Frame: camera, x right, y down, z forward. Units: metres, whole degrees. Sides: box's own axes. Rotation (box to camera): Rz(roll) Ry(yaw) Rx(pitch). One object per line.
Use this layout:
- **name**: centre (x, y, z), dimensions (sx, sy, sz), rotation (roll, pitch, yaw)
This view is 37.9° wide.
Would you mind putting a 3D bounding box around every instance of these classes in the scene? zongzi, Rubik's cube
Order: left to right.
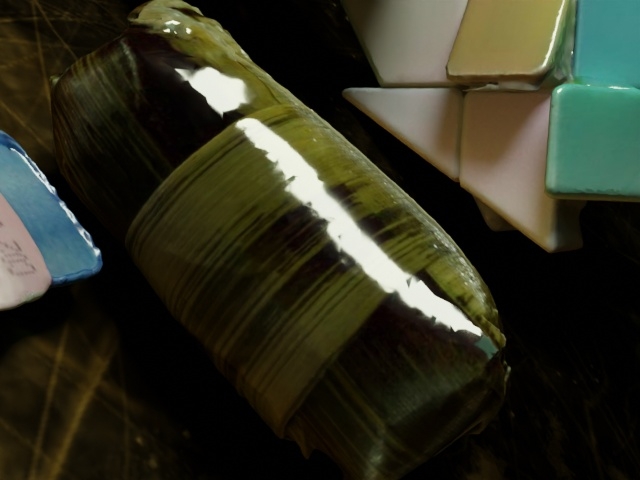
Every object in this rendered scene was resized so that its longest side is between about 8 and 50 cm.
- **zongzi**: centre (0.000, 0.000, 0.563), dimensions (0.286, 0.134, 0.288), rotation (50, 14, 13)
- **Rubik's cube**: centre (0.238, -0.186, 0.879), dimensions (0.358, 0.368, 0.387), rotation (-1, 96, -58)

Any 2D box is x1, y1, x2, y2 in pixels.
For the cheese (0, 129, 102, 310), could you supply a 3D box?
- **cheese**: centre (-0.186, 0.003, 0.334), dimensions (0.189, 0.074, 0.286), rotation (52, 25, 6)
